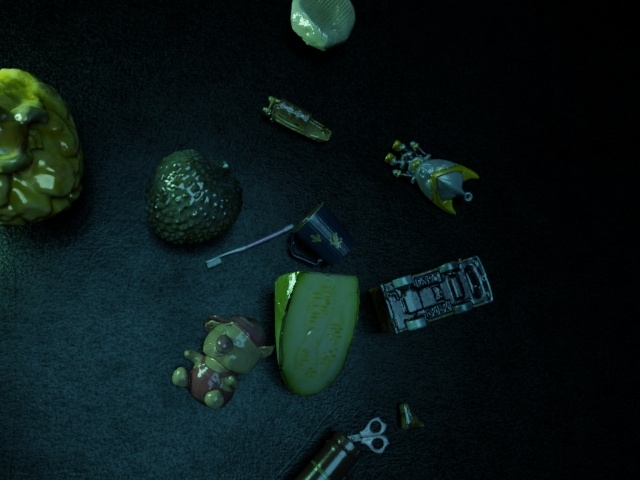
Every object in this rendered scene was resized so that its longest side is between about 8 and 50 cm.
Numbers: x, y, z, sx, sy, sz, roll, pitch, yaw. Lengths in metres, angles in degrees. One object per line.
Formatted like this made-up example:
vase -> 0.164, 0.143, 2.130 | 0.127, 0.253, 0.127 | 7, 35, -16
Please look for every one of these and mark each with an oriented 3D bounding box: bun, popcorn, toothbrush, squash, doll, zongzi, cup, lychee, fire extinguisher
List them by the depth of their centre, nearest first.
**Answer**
popcorn -> -0.769, -0.213, 1.268 | 0.343, 0.354, 0.390 | -19, 39, 1
doll -> -0.256, 0.310, 1.372 | 0.196, 0.152, 0.256 | 38, 70, -7
fire extinguisher -> -0.026, 0.679, 1.378 | 0.341, 0.105, 0.141 | -44, 96, -18
lychee -> -0.345, -0.116, 1.409 | 0.255, 0.255, 0.274 | 41, 102, -3
squash -> -0.018, 0.263, 1.415 | 0.233, 0.210, 0.309 | 8, 68, -32
toothbrush -> -0.204, 0.015, 1.523 | 0.286, 0.020, 0.025 | -25, 94, -18
zongzi -> 0.274, 0.518, 1.535 | 0.083, 0.040, 0.076 | 4, 70, -26
cup -> 0.000, 0.000, 1.538 | 0.155, 0.131, 0.176 | 44, 100, -6
bun -> -0.002, -0.722, 1.683 | 0.230, 0.133, 0.231 | 5, 78, -24
doll -> 0.365, -0.220, 1.691 | 0.316, 0.103, 0.146 | 31, 76, -1

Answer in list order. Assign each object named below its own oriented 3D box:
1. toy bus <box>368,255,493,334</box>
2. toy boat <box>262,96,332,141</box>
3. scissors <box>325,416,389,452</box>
toy bus -> 0.322, 0.165, 1.543 | 0.323, 0.194, 0.162 | -15, 82, -15
toy boat -> -0.069, -0.377, 1.612 | 0.225, 0.088, 0.068 | 27, 72, -7
scissors -> 0.106, 0.569, 1.488 | 0.188, 0.015, 0.100 | -2, 77, -14
